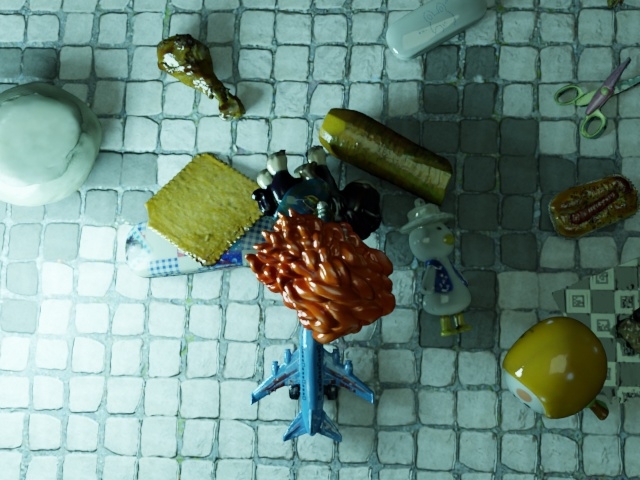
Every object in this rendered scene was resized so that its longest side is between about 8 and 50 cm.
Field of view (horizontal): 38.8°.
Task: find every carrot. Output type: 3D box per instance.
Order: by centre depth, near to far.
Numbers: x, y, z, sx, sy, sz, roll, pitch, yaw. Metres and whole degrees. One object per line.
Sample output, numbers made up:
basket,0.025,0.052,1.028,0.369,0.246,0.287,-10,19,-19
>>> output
carrot,0.142,-0.182,1.925,0.302,0.114,0.114,27,84,6

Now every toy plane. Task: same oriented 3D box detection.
toy plane,-0.016,0.277,1.869,0.254,0.105,0.271,0,80,5

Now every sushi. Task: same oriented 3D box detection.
sushi,0.665,0.164,1.851,0.290,0.050,0.264,-25,79,2

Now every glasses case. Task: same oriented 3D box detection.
glasses case,-0.257,0.006,1.948,0.327,0.076,0.125,-7,76,4
glasses case,0.254,-0.478,1.989,0.233,0.059,0.092,-28,78,-1

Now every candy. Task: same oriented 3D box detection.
candy,-0.620,-0.203,1.965,0.296,0.185,0.295,3,70,-8

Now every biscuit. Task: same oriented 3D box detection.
biscuit,-0.244,-0.071,1.934,0.237,0.013,0.232,32,65,25

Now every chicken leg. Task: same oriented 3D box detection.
chicken leg,-0.262,-0.360,2.014,0.107,0.087,0.251,-43,86,16

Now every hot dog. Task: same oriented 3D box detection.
hot dog,0.569,-0.072,1.897,0.191,0.059,0.108,-21,84,0

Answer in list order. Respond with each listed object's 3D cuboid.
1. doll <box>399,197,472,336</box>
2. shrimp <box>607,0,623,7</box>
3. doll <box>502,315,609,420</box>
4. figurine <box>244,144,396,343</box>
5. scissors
doll,0.244,0.051,1.877,0.138,0.119,0.293,-6,77,-39
shrimp,0.649,-0.634,1.953,0.061,0.145,0.267,16,98,41
doll,0.482,0.266,1.771,0.236,0.213,0.213,41,87,8
figurine,0.004,-0.006,1.828,0.306,0.241,0.411,27,44,-27
scissors,0.609,-0.315,1.949,0.187,0.020,0.133,-38,83,0
